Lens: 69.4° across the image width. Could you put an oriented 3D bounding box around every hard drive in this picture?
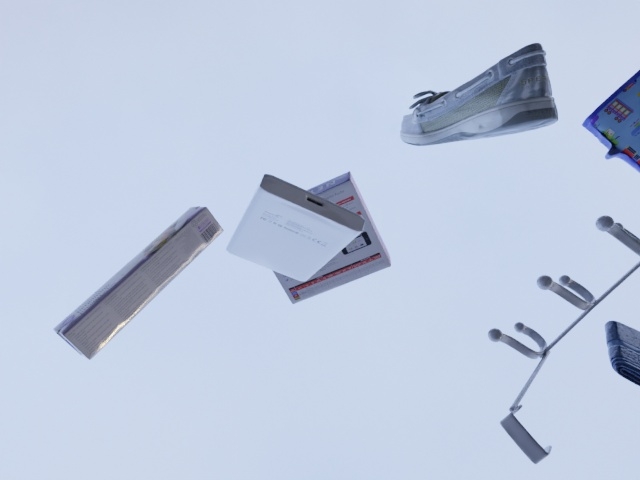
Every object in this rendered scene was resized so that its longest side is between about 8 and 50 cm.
[{"bbox_3d":[-0.076,-0.011,1.090,0.233,0.353,0.047,23,-119,-12],"label":"hard drive"}]

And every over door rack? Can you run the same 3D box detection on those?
[{"bbox_3d":[0.330,0.094,0.602,0.108,0.239,0.324,39,-155,14],"label":"over door rack"}]

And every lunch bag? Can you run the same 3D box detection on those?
[{"bbox_3d":[0.790,-0.289,1.066,0.293,0.138,0.221,-41,-111,10],"label":"lunch bag"}]

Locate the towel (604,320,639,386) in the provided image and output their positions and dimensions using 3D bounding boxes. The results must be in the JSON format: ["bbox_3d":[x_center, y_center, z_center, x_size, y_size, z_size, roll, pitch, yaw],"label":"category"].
[{"bbox_3d":[0.467,0.171,0.699,0.067,0.029,0.119,27,-147,12],"label":"towel"}]

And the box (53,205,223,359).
[{"bbox_3d":[-0.308,0.061,0.818,0.063,0.067,0.324,2,-136,46],"label":"box"}]

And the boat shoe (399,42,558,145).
[{"bbox_3d":[0.222,-0.205,0.709,0.118,0.320,0.103,-9,-81,-14],"label":"boat shoe"}]

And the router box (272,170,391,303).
[{"bbox_3d":[0.000,0.000,1.378,0.335,0.301,0.082,-22,-157,12],"label":"router box"}]
